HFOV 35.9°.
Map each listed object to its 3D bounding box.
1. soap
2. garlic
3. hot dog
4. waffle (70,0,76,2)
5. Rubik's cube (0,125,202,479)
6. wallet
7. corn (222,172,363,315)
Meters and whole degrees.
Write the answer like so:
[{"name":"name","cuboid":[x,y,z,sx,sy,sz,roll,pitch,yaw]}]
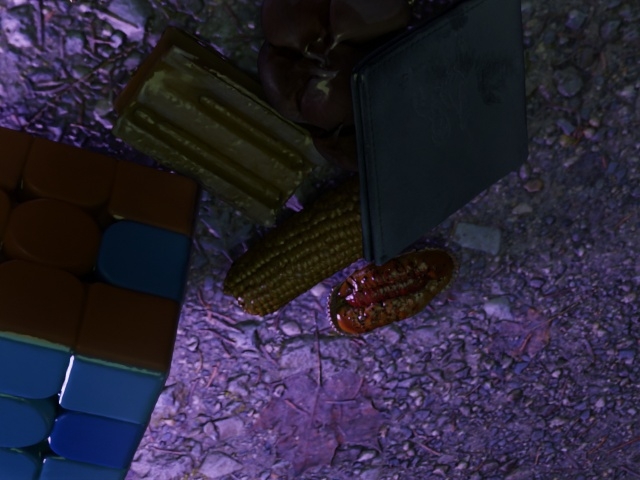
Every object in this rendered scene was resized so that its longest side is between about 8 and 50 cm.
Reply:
[{"name":"soap","cuboid":[-0.114,-0.130,1.150,0.233,0.076,0.135,32,114,-24]},{"name":"garlic","cuboid":[0.009,-0.189,1.085,0.160,0.191,0.214,28,129,26]},{"name":"hot dog","cuboid":[0.095,0.064,1.311,0.192,0.053,0.099,-25,125,11]},{"name":"waffle","cuboid":[-0.167,-0.302,1.061,0.191,0.032,0.125,7,119,-10]},{"name":"Rubik's cube","cuboid":[-0.319,0.084,1.098,0.291,0.291,0.290,16,133,-15]},{"name":"wallet","cuboid":[0.137,-0.140,1.106,0.290,0.054,0.251,-34,131,-33]},{"name":"corn","cuboid":[0.000,0.000,1.231,0.293,0.106,0.106,-34,120,13]}]
